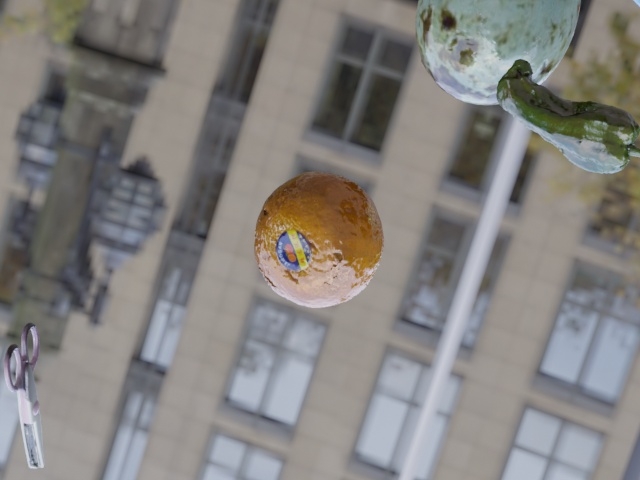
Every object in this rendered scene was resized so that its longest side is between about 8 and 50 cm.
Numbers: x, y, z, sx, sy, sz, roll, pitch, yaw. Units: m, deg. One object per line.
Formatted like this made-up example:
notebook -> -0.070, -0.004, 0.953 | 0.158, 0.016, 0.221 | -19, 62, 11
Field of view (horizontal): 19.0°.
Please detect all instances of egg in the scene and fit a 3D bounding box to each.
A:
egg -> 0.195, -0.255, 2.047 | 0.169, 0.231, 0.169 | 27, 179, 1

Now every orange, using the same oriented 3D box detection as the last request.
orange -> 0.000, -0.002, 1.877 | 0.135, 0.136, 0.117 | 22, -155, 19

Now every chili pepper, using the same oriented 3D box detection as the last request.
chili pepper -> 0.260, -0.108, 1.877 | 0.204, 0.073, 0.072 | 29, -158, 26

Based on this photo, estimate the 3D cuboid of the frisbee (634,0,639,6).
frisbee -> 0.282, -0.283, 1.702 | 0.242, 0.045, 0.242 | 39, -149, -29

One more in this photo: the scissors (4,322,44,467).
scissors -> -0.323, 0.179, 2.119 | 0.022, 0.176, 0.085 | 5, -150, 13
